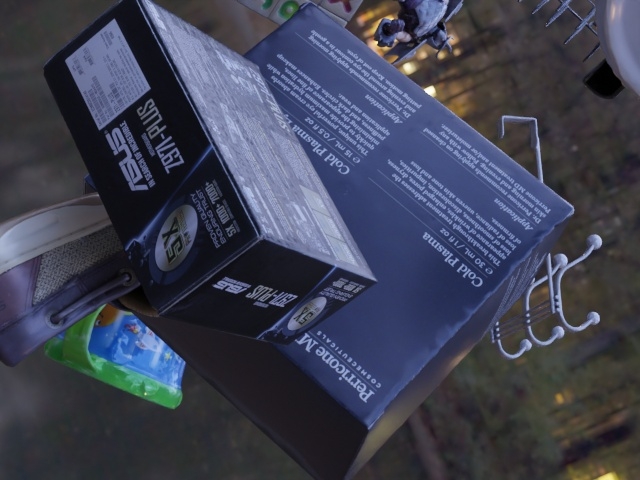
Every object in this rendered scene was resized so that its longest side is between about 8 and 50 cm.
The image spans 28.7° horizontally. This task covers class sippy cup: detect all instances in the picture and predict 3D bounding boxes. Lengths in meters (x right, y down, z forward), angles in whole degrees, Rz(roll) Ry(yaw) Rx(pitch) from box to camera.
[{"bbox_3d":[-0.301,0.131,2.058,0.240,0.224,0.305,26,-9,-13],"label":"sippy cup"}]

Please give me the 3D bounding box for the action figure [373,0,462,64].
[{"bbox_3d":[0.127,-0.379,1.854,0.099,0.185,0.285,16,-30,48],"label":"action figure"}]

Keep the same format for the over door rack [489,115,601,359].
[{"bbox_3d":[0.306,-0.004,1.858,0.239,0.108,0.324,137,-59,-67],"label":"over door rack"}]

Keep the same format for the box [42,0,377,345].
[{"bbox_3d":[-0.065,-0.038,0.747,0.147,0.077,0.180,21,37,-61],"label":"box"}]

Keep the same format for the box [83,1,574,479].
[{"bbox_3d":[0.000,0.000,1.201,0.343,0.312,0.179,41,-30,14],"label":"box"}]

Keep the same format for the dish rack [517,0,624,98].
[{"bbox_3d":[0.296,-0.312,1.454,0.271,0.074,0.208,44,-22,5],"label":"dish rack"}]

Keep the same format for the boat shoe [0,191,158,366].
[{"bbox_3d":[-0.122,0.009,0.852,0.285,0.103,0.092,-21,89,-49],"label":"boat shoe"}]

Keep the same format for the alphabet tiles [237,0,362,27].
[{"bbox_3d":[-0.009,-0.335,1.287,0.198,0.237,0.009,25,23,-25],"label":"alphabet tiles"}]

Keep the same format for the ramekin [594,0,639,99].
[{"bbox_3d":[0.305,-0.184,0.947,0.207,0.207,0.109,63,36,-22],"label":"ramekin"}]
